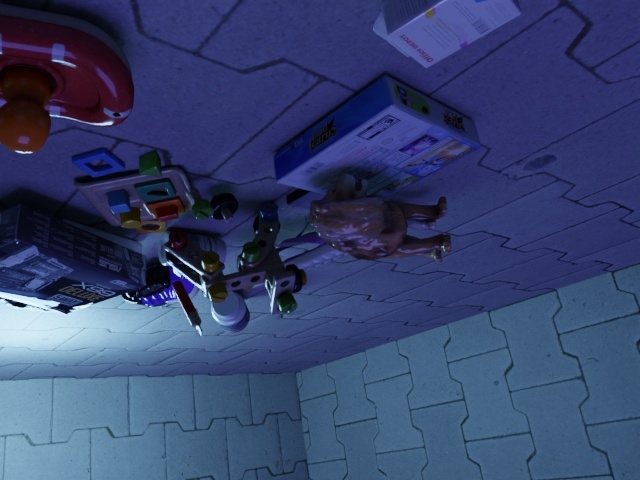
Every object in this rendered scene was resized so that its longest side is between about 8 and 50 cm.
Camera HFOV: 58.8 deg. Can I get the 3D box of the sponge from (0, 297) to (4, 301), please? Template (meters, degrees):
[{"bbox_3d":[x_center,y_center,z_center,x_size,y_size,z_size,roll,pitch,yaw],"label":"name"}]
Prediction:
[{"bbox_3d":[-0.753,0.066,1.149,0.210,0.117,0.031,3,159,-29],"label":"sponge"}]

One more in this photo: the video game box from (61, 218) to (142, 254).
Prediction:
[{"bbox_3d":[-0.530,0.027,1.239,0.187,0.048,0.205,-22,155,25],"label":"video game box"}]

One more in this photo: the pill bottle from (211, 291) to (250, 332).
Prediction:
[{"bbox_3d":[-0.279,0.216,1.751,0.107,0.108,0.180,-7,160,-4],"label":"pill bottle"}]

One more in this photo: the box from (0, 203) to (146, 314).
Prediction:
[{"bbox_3d":[-0.542,0.050,1.124,0.242,0.077,0.307,-18,153,22],"label":"box"}]

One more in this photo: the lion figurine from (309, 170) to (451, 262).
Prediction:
[{"bbox_3d":[0.118,-0.013,1.103,0.240,0.142,0.392,-4,165,7],"label":"lion figurine"}]

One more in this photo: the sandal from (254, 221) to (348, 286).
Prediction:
[{"bbox_3d":[0.000,0.002,1.330,0.416,0.102,0.169,-22,174,0],"label":"sandal"}]

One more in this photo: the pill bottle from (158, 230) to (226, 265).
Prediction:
[{"bbox_3d":[-0.287,0.023,1.281,0.137,0.078,0.078,8,154,-37],"label":"pill bottle"}]

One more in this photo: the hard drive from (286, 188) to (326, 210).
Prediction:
[{"bbox_3d":[0.010,-0.087,1.188,0.135,0.022,0.094,12,151,-44],"label":"hard drive"}]

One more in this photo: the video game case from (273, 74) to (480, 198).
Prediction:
[{"bbox_3d":[0.096,-0.156,0.986,0.244,0.061,0.269,12,151,-43],"label":"video game case"}]

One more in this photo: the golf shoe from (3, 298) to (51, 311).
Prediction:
[{"bbox_3d":[-0.719,0.117,1.326,0.120,0.105,0.273,-3,159,5],"label":"golf shoe"}]

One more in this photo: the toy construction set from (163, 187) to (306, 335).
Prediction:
[{"bbox_3d":[-0.175,0.087,1.145,0.257,0.237,0.309,-2,140,-46],"label":"toy construction set"}]

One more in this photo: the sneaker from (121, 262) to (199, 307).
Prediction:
[{"bbox_3d":[-0.408,0.105,1.412,0.146,0.102,0.293,9,153,-38],"label":"sneaker"}]

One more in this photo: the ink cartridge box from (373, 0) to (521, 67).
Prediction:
[{"bbox_3d":[0.135,-0.275,0.647,0.143,0.090,0.092,-22,155,34],"label":"ink cartridge box"}]

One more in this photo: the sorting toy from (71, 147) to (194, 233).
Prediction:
[{"bbox_3d":[-0.333,-0.067,1.066,0.195,0.047,0.348,-8,160,-3],"label":"sorting toy"}]

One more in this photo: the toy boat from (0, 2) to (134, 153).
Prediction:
[{"bbox_3d":[-0.334,-0.169,0.651,0.231,0.151,0.151,1,158,-25],"label":"toy boat"}]
